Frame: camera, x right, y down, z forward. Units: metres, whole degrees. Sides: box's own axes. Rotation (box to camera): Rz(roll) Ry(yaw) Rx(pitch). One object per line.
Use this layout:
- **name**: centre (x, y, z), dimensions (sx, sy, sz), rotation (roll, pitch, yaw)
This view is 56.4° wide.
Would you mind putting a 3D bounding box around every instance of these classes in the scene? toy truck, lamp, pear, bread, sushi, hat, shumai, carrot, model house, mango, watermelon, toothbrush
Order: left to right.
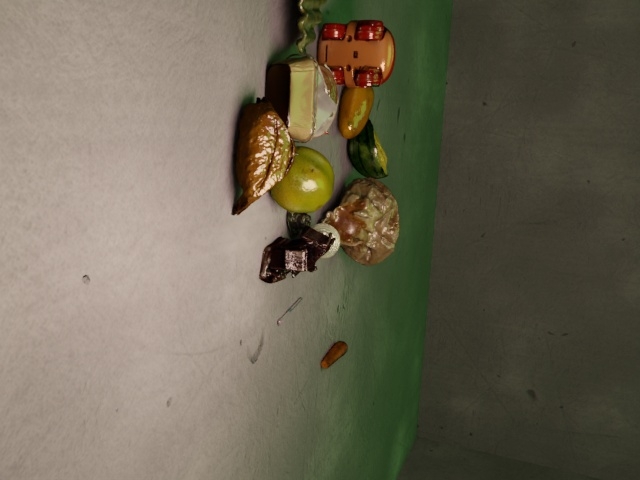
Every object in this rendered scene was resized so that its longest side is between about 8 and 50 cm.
- **sushi**: centre (-0.129, -0.197, 1.411), dimensions (0.149, 0.140, 0.287), rotation (1, 97, -32)
- **toothbrush**: centre (-0.090, 0.211, 1.802), dimensions (0.167, 0.011, 0.014), rotation (-43, 141, -59)
- **pear**: centre (-0.063, -0.177, 1.573), dimensions (0.216, 0.166, 0.180), rotation (54, 51, -18)
- **model house**: centre (-0.057, 0.049, 1.631), dimensions (0.203, 0.164, 0.141), rotation (-46, 133, -55)
- **bread**: centre (-0.051, -0.370, 1.563), dimensions (0.211, 0.142, 0.225), rotation (-14, 110, -53)
- **hat**: centre (-0.057, -0.058, 1.747), dimensions (0.121, 0.050, 0.121), rotation (8, 90, -66)
- **lamp**: centre (0.000, 0.000, 1.802), dimensions (0.193, 0.106, 0.106), rotation (-159, -105, -83)
- **carrot**: centre (0.050, 0.418, 2.186), dimensions (0.161, 0.055, 0.055), rotation (-29, 123, -57)
- **shumai**: centre (0.099, -0.084, 2.011), dimensions (0.262, 0.267, 0.314), rotation (11, 64, -42)
- **mango**: centre (0.114, -0.441, 1.999), dimensions (0.147, 0.109, 0.227), rotation (110, -2, -63)
- **toy truck**: centre (0.121, -0.554, 1.786), dimensions (0.239, 0.264, 0.189), rotation (-21, 118, -55)
- **watermelon**: centre (0.159, -0.319, 2.116), dimensions (0.204, 0.127, 0.232), rotation (-82, 152, -67)

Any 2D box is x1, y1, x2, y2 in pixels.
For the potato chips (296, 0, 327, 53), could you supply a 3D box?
- **potato chips**: centre (-0.027, -0.703, 1.532), dimensions (0.389, 0.097, 0.373), rotation (-72, 157, -43)
